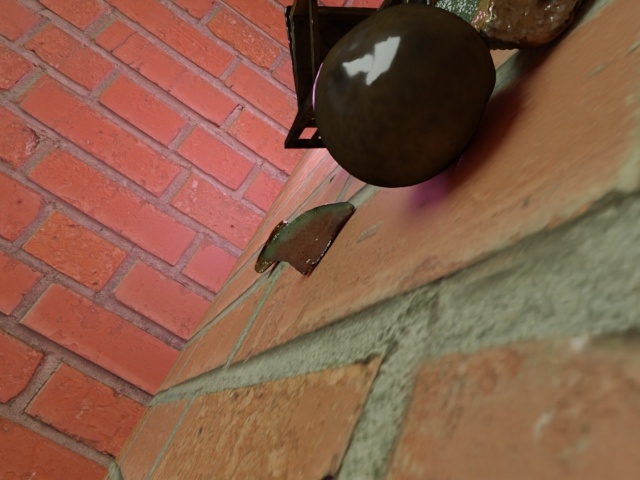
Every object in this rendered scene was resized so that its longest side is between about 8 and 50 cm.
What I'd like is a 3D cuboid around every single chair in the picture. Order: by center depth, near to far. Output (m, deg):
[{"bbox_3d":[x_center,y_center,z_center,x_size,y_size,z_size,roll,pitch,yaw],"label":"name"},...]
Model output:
[{"bbox_3d":[0.040,-0.329,0.907,0.416,0.202,0.241,-178,84,-78],"label":"chair"}]

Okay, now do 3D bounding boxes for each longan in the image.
[{"bbox_3d":[0.078,-0.136,0.470,0.168,0.167,0.187,-59,11,-12],"label":"longan"}]

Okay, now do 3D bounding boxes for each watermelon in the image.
[{"bbox_3d":[-0.003,-0.011,0.792,0.155,0.080,0.101,-56,-25,19],"label":"watermelon"}]

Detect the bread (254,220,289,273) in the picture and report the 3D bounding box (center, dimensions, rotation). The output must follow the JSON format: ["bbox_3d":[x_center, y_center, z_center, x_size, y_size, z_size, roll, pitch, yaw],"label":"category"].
[{"bbox_3d":[-0.116,0.023,1.179,0.136,0.054,0.154,-58,5,-17],"label":"bread"}]

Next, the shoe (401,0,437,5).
[{"bbox_3d":[0.184,-0.400,1.001,0.112,0.099,0.228,-24,-39,-46],"label":"shoe"}]

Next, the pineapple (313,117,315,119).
[{"bbox_3d":[0.105,-0.411,1.298,0.278,0.158,0.158,-35,20,30],"label":"pineapple"}]

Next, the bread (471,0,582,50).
[{"bbox_3d":[0.197,-0.231,0.440,0.125,0.082,0.106,-64,-3,18],"label":"bread"}]

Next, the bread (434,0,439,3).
[{"bbox_3d":[0.291,-0.634,1.056,0.337,0.147,0.328,-64,8,-27],"label":"bread"}]

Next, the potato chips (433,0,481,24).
[{"bbox_3d":[0.224,-0.324,0.612,0.228,0.059,0.167,-49,27,35],"label":"potato chips"}]
